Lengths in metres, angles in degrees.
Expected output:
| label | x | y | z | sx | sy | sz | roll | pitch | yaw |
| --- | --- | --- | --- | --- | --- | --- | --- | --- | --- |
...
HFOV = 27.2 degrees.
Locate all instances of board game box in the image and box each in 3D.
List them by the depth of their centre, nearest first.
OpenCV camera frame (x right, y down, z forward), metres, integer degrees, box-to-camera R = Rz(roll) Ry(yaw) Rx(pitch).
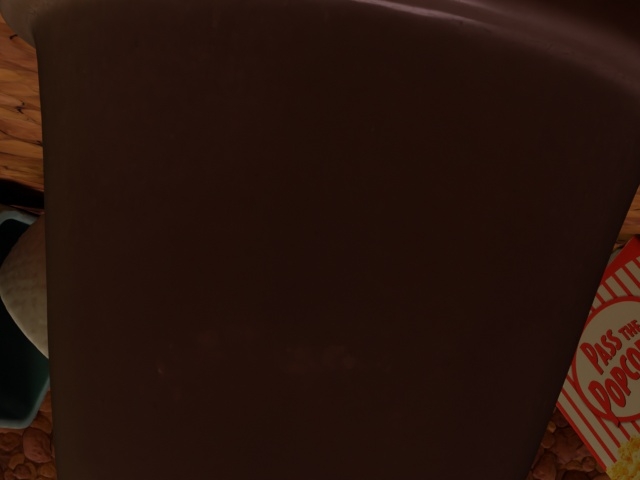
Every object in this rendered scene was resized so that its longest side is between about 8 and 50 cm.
| label | x | y | z | sx | sy | sz | roll | pitch | yaw |
| --- | --- | --- | --- | --- | --- | --- | --- | --- | --- |
| board game box | 0.266 | 0.114 | 1.038 | 0.045 | 0.146 | 0.193 | 15 | -150 | -41 |

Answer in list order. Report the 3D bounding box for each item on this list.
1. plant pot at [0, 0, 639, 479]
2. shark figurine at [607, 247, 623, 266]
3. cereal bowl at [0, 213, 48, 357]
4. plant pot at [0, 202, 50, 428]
| label | x | y | z | sx | sy | sz | roll | pitch | yaw |
| --- | --- | --- | --- | --- | --- | --- | --- | --- | --- |
| plant pot | 0.000 | 0.000 | 0.479 | 0.263 | 0.229 | 0.263 | 9 | 175 | 1 |
| shark figurine | 0.154 | 0.057 | 1.189 | 0.278 | 0.116 | 0.166 | -1 | -173 | -6 |
| cereal bowl | -0.135 | 0.059 | 1.298 | 0.339 | 0.141 | 0.339 | 32 | -170 | -7 |
| plant pot | -0.442 | 0.048 | 1.517 | 0.252 | 0.247 | 0.247 | 24 | 179 | 21 |
